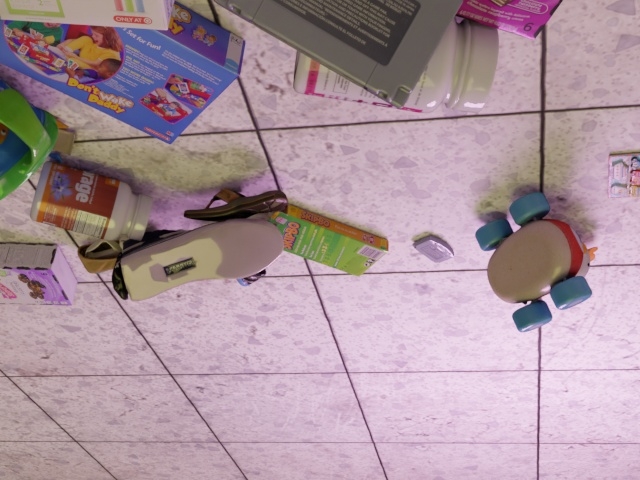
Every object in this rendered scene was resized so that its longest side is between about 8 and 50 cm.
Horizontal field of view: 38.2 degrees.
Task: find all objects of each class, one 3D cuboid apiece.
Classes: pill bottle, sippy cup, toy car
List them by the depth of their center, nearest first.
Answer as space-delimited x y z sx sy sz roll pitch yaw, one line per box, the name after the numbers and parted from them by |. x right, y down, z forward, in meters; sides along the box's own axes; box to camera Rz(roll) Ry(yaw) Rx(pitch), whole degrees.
0.109 -0.277 1.372 0.283 0.160 0.160 8 147 -4 | pill bottle
-0.603 -0.202 1.549 0.305 0.240 0.224 -26 127 14 | sippy cup
-0.443 -0.070 1.799 0.216 0.121 0.121 15 145 -16 | pill bottle
0.466 0.033 1.809 0.238 0.219 0.210 -9 157 -36 | toy car

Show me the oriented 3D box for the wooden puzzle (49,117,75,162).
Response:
-0.495 -0.191 1.722 0.078 0.014 0.116 24 143 -18 | wooden puzzle

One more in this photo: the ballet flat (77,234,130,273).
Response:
-0.426 0.021 1.979 0.232 0.080 0.073 -15 128 26 | ballet flat

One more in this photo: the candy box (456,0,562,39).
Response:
0.275 -0.393 1.255 0.159 0.071 0.233 14 145 -11 | candy box

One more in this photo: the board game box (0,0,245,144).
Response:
-0.327 -0.307 1.462 0.347 0.078 0.233 26 142 -28 | board game box

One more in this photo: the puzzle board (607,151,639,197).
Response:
0.575 -0.117 1.685 0.096 0.011 0.128 -4 145 13 | puzzle board

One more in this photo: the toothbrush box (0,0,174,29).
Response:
-0.270 -0.403 1.125 0.206 0.283 0.122 4 146 1 | toothbrush box

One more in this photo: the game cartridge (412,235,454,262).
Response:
0.239 0.018 1.932 0.056 0.017 0.083 -21 139 39 | game cartridge

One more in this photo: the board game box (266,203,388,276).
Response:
0.000 0.000 1.921 0.259 0.039 0.124 17 144 -22 | board game box

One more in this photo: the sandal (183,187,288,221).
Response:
-0.166 -0.076 1.800 0.219 0.060 0.090 -13 167 29 | sandal

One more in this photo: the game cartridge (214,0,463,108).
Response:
0.031 -0.336 1.252 0.297 0.198 0.062 30 180 -7 | game cartridge

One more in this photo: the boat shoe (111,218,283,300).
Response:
-0.249 0.012 1.855 0.340 0.158 0.127 -13 114 -6 | boat shoe

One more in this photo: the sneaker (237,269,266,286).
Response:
-0.167 0.026 1.972 0.078 0.067 0.188 -23 141 3 | sneaker

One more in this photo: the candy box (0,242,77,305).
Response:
-0.674 0.078 2.100 0.196 0.070 0.165 1 147 5 | candy box
